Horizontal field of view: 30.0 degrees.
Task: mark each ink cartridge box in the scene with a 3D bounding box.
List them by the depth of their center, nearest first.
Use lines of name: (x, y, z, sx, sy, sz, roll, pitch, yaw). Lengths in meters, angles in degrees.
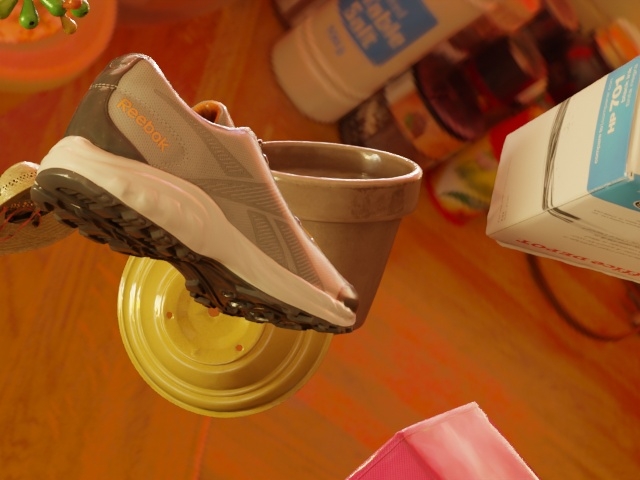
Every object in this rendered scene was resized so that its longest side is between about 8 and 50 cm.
ink cartridge box: (0.206, -0.035, 0.734, 0.140, 0.191, 0.082, 15, 78, -13)

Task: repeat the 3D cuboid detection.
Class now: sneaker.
sneaker: (-0.052, -0.016, 0.739, 0.271, 0.100, 0.108, 39, 63, -48)

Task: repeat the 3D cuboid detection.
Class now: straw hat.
straw hat: (-0.303, -0.048, 1.244, 0.144, 0.144, 0.061, -4, 55, -52)

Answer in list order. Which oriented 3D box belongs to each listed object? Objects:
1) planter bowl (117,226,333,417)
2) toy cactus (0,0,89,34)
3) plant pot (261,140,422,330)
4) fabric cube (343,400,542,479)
planter bowl: (-0.095, 0.065, 1.129, 0.217, 0.217, 0.090, 59, 3, 3)
toy cactus: (-0.422, -0.396, 1.725, 0.219, 0.112, 0.180, 7, 73, -38)
plant pot: (0.000, 0.000, 1.612, 0.263, 0.263, 0.229, -18, 116, -55)
fabric cube: (0.112, 0.347, 1.169, 0.258, 0.259, 0.254, 50, 17, 15)
